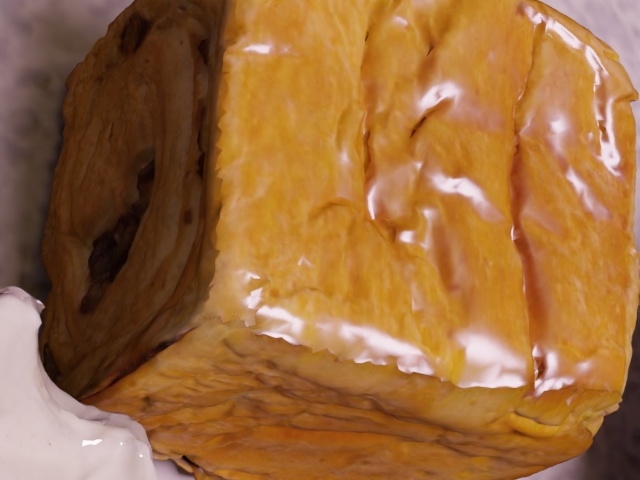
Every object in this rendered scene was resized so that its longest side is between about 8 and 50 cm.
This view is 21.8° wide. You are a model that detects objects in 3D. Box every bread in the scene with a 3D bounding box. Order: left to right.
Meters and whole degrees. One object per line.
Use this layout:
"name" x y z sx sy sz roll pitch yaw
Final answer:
"bread" 0.000 0.000 0.510 0.143 0.158 0.149 18 69 -29

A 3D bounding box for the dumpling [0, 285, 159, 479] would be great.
"dumpling" -0.114 0.108 0.425 0.136 0.118 0.199 39 87 -32
